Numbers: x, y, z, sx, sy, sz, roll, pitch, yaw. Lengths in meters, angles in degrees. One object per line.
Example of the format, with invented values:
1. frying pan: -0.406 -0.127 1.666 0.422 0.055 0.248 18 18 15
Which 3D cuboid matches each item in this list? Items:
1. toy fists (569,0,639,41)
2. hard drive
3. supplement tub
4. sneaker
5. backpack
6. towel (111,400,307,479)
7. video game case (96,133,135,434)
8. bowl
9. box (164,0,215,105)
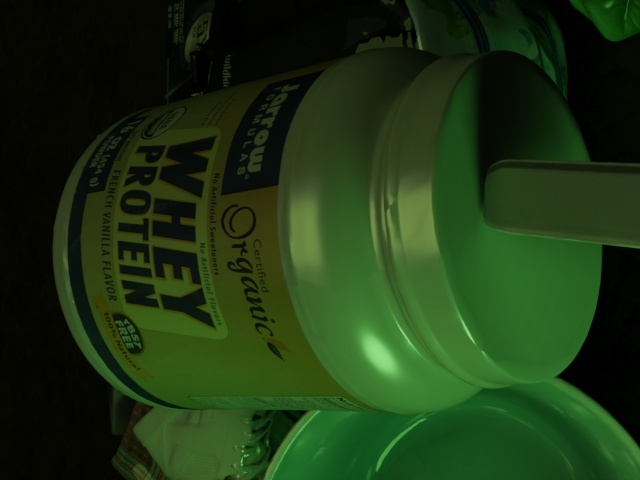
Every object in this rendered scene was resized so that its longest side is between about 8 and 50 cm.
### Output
1. toy fists: 0.219 -0.292 0.816 0.142 0.096 0.279 -31 66 51
2. hard drive: 0.269 -0.012 0.570 0.203 0.307 0.040 8 95 52
3. supplement tub: 0.000 0.000 0.701 0.316 0.228 0.228 -8 83 40
4. sneaker: -0.064 0.191 1.042 0.169 0.108 0.292 56 136 12
5. backpack: 0.046 -0.120 0.942 0.355 0.273 0.290 173 97 -72
6. towel: -0.077 0.273 1.151 0.370 0.040 0.271 37 120 25
7. video game case: -0.264 0.069 1.372 0.329 0.036 0.300 116 148 -64
8. bowl: 0.116 0.231 0.830 0.311 0.163 0.311 1 92 14
9. box: -0.119 -0.215 1.272 0.147 0.077 0.180 2 91 52
